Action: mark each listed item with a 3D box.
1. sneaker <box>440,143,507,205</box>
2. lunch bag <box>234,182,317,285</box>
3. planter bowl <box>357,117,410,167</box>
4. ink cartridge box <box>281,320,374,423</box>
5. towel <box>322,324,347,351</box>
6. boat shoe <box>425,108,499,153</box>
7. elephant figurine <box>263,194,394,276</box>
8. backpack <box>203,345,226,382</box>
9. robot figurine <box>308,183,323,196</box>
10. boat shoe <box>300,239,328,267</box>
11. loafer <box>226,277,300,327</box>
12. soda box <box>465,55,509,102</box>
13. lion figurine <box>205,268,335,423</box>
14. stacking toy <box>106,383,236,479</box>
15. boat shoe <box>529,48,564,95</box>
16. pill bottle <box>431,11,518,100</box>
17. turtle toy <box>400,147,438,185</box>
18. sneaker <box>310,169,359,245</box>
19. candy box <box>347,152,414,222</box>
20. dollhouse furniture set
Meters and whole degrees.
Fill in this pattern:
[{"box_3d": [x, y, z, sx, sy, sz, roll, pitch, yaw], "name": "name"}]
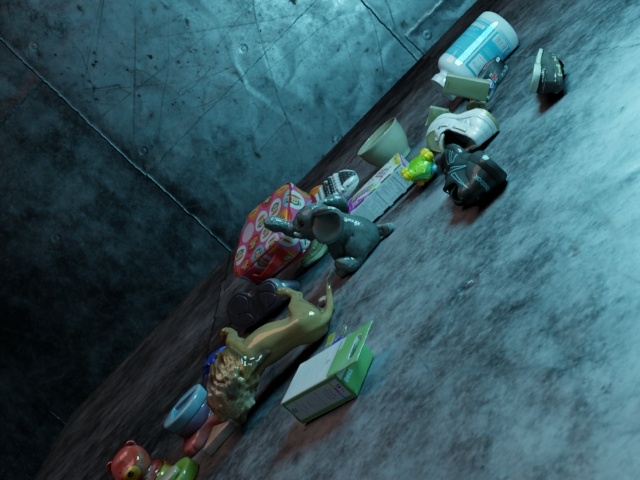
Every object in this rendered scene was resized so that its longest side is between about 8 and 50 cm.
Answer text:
[{"box_3d": [0.291, -0.135, 1.655, 0.106, 0.101, 0.267, -49, 11, 1], "name": "sneaker"}, {"box_3d": [-0.136, -0.001, 2.295, 0.293, 0.120, 0.258, -38, 35, 41], "name": "lunch bag"}, {"box_3d": [0.211, -0.287, 2.464, 0.162, 0.109, 0.162, -44, 10, 10], "name": "planter bowl"}, {"box_3d": [0.030, 0.236, 1.403, 0.209, 0.062, 0.109, -37, 14, 38], "name": "ink cartridge box"}, {"box_3d": [0.025, 0.213, 1.641, 0.060, 0.009, 0.083, -38, 14, 35], "name": "towel"}, {"box_3d": [0.324, -0.254, 1.953, 0.096, 0.098, 0.277, -49, 12, -16], "name": "boat shoe"}, {"box_3d": [0.016, -0.037, 1.956, 0.186, 0.239, 0.169, -50, 11, -20], "name": "elephant figurine"}, {"box_3d": [-0.229, 0.319, 1.984, 0.120, 0.101, 0.098, -30, 26, 45], "name": "backpack"}, {"box_3d": [0.006, -0.101, 2.518, 0.219, 0.128, 0.158, -69, -7, -64], "name": "robot figurine"}, {"box_3d": [0.000, 0.000, 2.324, 0.190, 0.072, 0.068, -43, 12, 19], "name": "boat shoe"}, {"box_3d": [-0.167, 0.181, 2.303, 0.095, 0.109, 0.302, -8, -14, -38], "name": "loafer"}, {"box_3d": [0.465, -0.443, 2.218, 0.060, 0.053, 0.169, -31, 18, 53], "name": "soda box"}, {"box_3d": [-0.098, 0.223, 1.747, 0.392, 0.142, 0.240, -42, 18, 2], "name": "lion figurine"}, {"box_3d": [-0.345, 0.465, 1.815, 0.309, 0.130, 0.279, -50, 11, -17], "name": "stacking toy"}, {"box_3d": [0.511, -0.374, 1.776, 0.227, 0.069, 0.081, -57, -25, -59], "name": "boat shoe"}, {"box_3d": [0.455, -0.546, 2.375, 0.264, 0.146, 0.146, -46, 11, 0], "name": "pill bottle"}, {"box_3d": [0.259, -0.182, 2.025, 0.095, 0.066, 0.130, -45, 11, 10], "name": "turtle toy"}, {"box_3d": [0.030, -0.090, 2.348, 0.292, 0.118, 0.110, -49, 27, 29], "name": "sneaker"}, {"box_3d": [0.159, -0.127, 2.191, 0.233, 0.071, 0.159, -43, 11, 12], "name": "candy box"}, {"box_3d": [0.371, -0.381, 2.114, 0.123, 0.144, 0.151, -63, -16, -57], "name": "dollhouse furniture set"}]
